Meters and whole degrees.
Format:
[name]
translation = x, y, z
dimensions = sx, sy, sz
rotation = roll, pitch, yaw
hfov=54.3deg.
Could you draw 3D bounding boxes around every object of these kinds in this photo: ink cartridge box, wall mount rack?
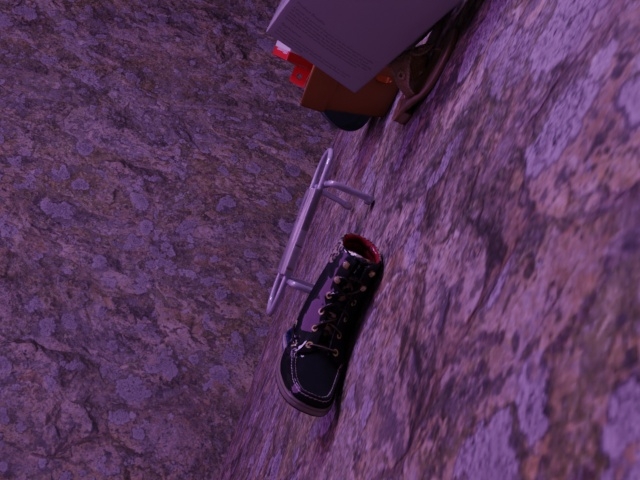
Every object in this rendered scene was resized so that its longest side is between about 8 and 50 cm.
[ink cartridge box]
translation = -0.049, -0.518, 1.588
dimensions = 0.231, 0.078, 0.134
rotation = -67, 26, 14
[wall mount rack]
translation = 0.000, 0.000, 1.273
dimensions = 0.304, 0.130, 0.350
rotation = -170, 101, -82

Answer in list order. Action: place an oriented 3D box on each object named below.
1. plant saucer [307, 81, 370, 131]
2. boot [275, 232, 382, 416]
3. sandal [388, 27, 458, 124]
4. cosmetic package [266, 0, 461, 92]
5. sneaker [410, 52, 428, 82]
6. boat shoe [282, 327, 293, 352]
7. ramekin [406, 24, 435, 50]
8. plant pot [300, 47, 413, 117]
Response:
[plant saucer]
translation = 0.055, -0.465, 1.763
dimensions = 0.044, 0.317, 0.317
rotation = -1, 60, 40
[boot]
translation = 0.015, 0.103, 0.842
dimensions = 0.236, 0.085, 0.178
rotation = -79, 13, -67
[sandal]
translation = 0.144, -0.277, 1.048
dimensions = 0.240, 0.079, 0.088
rotation = 123, 167, -67
[cosmetic package]
translation = 0.094, -0.404, 0.935
dimensions = 0.365, 0.197, 0.155
rotation = -28, 36, 54
[sneaker]
translation = 0.177, -0.336, 1.162
dimensions = 0.118, 0.042, 0.067
rotation = 118, 169, -70
[boat shoe]
translation = -0.050, 0.224, 1.151
dimensions = 0.183, 0.066, 0.066
rotation = -82, 13, -70
[ramekin]
translation = 0.097, -0.485, 1.138
dimensions = 0.303, 0.303, 0.148
rotation = 117, 172, -50
[plant pot]
translation = 0.096, -0.427, 1.501
dimensions = 0.291, 0.204, 0.290
rotation = -160, 90, -86
